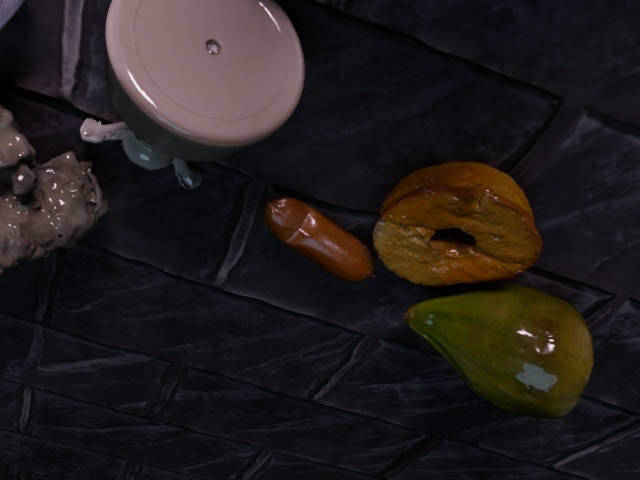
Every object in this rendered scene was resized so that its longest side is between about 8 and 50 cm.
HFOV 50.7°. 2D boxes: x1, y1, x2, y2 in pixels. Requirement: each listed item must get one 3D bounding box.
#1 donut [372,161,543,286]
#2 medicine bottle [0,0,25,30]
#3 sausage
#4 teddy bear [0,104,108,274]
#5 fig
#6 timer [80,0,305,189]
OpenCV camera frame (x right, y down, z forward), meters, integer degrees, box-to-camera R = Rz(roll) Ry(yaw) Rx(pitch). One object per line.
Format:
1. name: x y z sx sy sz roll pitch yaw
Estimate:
1. donut: 0.157 -0.020 0.788 0.190 0.074 0.174 -21 133 36
2. medicine bottle: -0.361 -0.263 0.586 0.083 0.083 0.203 -25 128 33
3. sausage: 0.000 0.000 0.852 0.183 0.054 0.062 31 103 -22
4. teddy bear: -0.467 -0.111 0.728 0.357 0.224 0.367 -5 123 17
5. fig: 0.246 0.130 0.897 0.233 0.167 0.167 36 146 24
6. timer: -0.148 -0.131 0.681 0.175 0.175 0.266 25 155 -19
